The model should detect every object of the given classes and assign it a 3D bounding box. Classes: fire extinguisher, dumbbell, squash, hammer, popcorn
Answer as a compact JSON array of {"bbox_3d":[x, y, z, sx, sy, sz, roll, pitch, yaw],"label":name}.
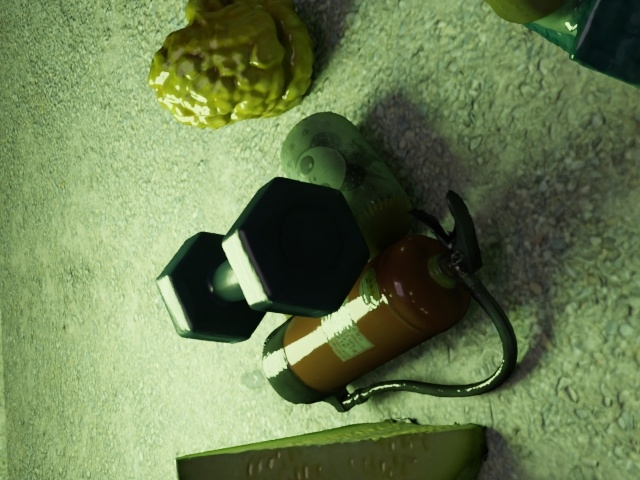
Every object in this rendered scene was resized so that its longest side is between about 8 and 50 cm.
[{"bbox_3d":[0.093,0.103,0.967,0.200,0.113,0.376,39,136,-9],"label":"fire extinguisher"},{"bbox_3d":[-0.081,0.036,0.982,0.316,0.143,0.156,-26,87,59],"label":"dumbbell"},{"bbox_3d":[0.016,0.270,0.901,0.203,0.288,0.111,-12,81,51],"label":"squash"},{"bbox_3d":[0.000,0.000,1.071,0.202,0.113,0.305,59,141,35],"label":"hammer"},{"bbox_3d":[-0.127,-0.257,1.127,0.226,0.200,0.203,-22,81,47],"label":"popcorn"}]

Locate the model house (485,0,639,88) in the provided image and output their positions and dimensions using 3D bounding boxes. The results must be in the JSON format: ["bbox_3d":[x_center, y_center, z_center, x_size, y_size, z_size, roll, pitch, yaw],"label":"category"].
[{"bbox_3d":[0.233,-0.204,0.570,0.267,0.325,0.194,49,129,43],"label":"model house"}]
